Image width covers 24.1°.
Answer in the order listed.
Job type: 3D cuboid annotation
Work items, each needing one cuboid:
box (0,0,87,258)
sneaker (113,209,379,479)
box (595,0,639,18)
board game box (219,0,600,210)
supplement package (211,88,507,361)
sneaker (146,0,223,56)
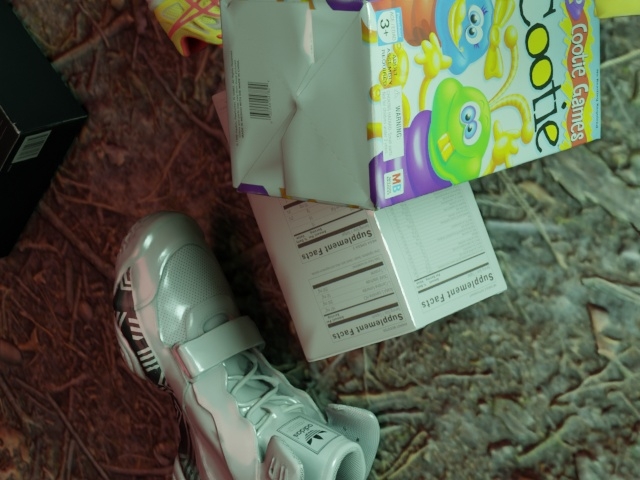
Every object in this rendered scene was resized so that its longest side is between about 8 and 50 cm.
[{"bbox_3d":[-0.391,-0.114,1.684,0.184,0.103,0.261,52,133,14],"label":"box"},{"bbox_3d":[-0.064,0.142,1.439,0.210,0.137,0.366,-3,107,43],"label":"sneaker"},{"bbox_3d":[0.268,-0.180,0.944,0.087,0.232,0.058,1,101,42],"label":"box"},{"bbox_3d":[0.076,-0.125,1.114,0.142,0.275,0.144,9,110,41],"label":"board game box"},{"bbox_3d":[0.033,-0.039,1.279,0.133,0.139,0.244,-20,89,44],"label":"supplement package"},{"bbox_3d":[-0.078,-0.223,1.376,0.208,0.081,0.094,-11,103,51],"label":"sneaker"}]
